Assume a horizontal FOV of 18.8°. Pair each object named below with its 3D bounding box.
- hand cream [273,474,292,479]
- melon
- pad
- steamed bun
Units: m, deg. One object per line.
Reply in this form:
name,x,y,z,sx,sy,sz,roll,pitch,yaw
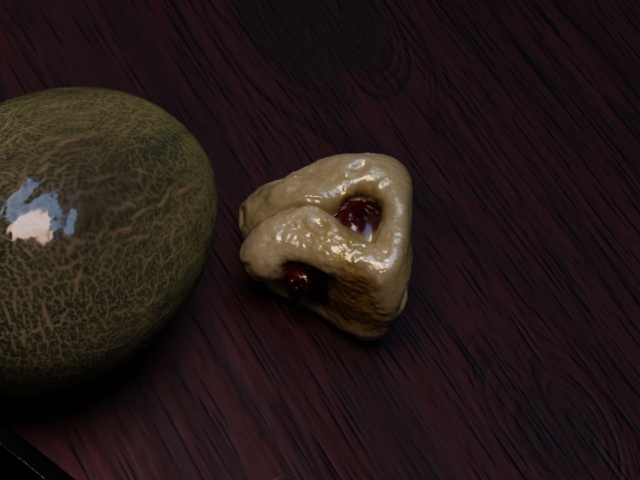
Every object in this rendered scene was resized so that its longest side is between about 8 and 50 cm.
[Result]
hand cream,0.013,0.295,1.617,0.083,0.048,0.224,-13,61,-27
melon,-0.227,-0.004,1.660,0.248,0.249,0.329,37,42,15
pad,-0.264,0.151,1.572,0.267,0.181,0.004,36,84,15
steamed bun,0.000,0.000,1.808,0.155,0.141,0.172,5,52,-9
